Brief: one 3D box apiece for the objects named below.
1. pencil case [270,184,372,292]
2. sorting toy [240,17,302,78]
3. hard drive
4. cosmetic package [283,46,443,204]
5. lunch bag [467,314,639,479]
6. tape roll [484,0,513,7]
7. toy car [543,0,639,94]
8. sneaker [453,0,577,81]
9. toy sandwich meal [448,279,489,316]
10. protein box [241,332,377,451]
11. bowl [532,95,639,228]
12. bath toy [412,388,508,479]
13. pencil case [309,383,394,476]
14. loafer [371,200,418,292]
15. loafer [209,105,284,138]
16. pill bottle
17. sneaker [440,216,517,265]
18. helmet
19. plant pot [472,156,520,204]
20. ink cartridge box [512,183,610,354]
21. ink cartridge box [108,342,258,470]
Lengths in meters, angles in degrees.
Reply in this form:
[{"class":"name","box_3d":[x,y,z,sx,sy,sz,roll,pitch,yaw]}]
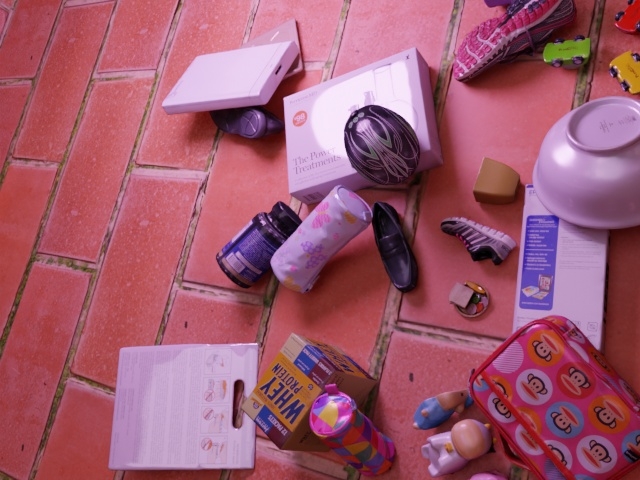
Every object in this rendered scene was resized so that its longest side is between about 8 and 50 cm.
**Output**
[{"class":"pencil case","box_3d":[0.000,0.000,1.511,0.273,0.114,0.124,-49,52,25]},{"class":"sorting toy","box_3d":[-0.140,-0.523,1.862,0.193,0.038,0.208,-19,60,24]},{"class":"hard drive","box_3d":[-0.256,-0.454,1.811,0.353,0.047,0.233,2,52,33]},{"class":"cosmetic package","box_3d":[0.094,-0.275,1.599,0.378,0.097,0.284,-15,64,26]},{"class":"lunch bag","box_3d":[0.420,0.308,1.165,0.293,0.120,0.258,50,117,23]},{"class":"tape roll","box_3d":[0.415,-0.636,1.475,0.080,0.189,0.188,-1,73,30]},{"class":"toy car","box_3d":[0.593,-0.403,1.371,0.225,0.053,0.238,2,74,32]},{"class":"sneaker","box_3d":[0.430,-0.449,1.456,0.299,0.112,0.120,-32,39,32]},{"class":"toy sandwich meal","box_3d":[0.314,0.121,1.368,0.086,0.029,0.085,-10,68,28]},{"class":"protein box","box_3d":[-0.021,0.331,1.390,0.136,0.201,0.199,36,93,34]},{"class":"bowl","box_3d":[0.543,-0.174,1.215,0.298,0.134,0.297,-16,47,17]},{"class":"bath toy","box_3d":[0.297,0.459,1.212,0.129,0.151,0.348,-8,60,-18]},{"class":"pencil case","box_3d":[0.067,0.388,1.301,0.105,0.236,0.104,-18,44,18]},{"class":"loafer","box_3d":[0.161,0.012,1.467,0.076,0.078,0.223,-25,62,22]},{"class":"loafer","box_3d":[-0.213,-0.347,1.820,0.303,0.095,0.109,34,119,47]},{"class":"pill bottle","box_3d":[-0.148,0.007,1.626,0.219,0.123,0.122,-43,57,11]},{"class":"sneaker","box_3d":[0.326,0.004,1.381,0.171,0.063,0.074,22,79,29]},{"class":"helmet","box_3d":[0.135,-0.203,1.409,0.169,0.169,0.161,-40,44,13]},{"class":"plant pot","box_3d":[0.382,-0.121,1.386,0.083,0.081,0.081,16,82,22]},{"class":"ink cartridge box","box_3d":[0.479,0.051,1.275,0.166,0.065,0.332,2,76,31]},{"class":"ink cartridge box","box_3d":[-0.334,0.421,1.640,0.386,0.091,0.307,-4,70,12]}]
